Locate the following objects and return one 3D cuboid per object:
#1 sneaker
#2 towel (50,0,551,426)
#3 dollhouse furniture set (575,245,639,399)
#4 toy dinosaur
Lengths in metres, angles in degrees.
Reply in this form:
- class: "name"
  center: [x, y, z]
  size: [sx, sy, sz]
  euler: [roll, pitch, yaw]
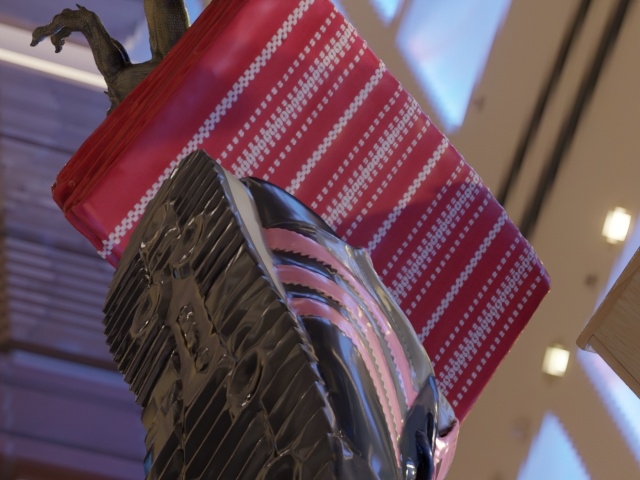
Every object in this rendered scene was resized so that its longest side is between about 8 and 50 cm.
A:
- class: "sneaker"
  center: [0.007, 0.075, 0.696]
  size: [0.112, 0.131, 0.319]
  euler: [-53, -155, 20]
- class: "towel"
  center: [0.000, 0.000, 1.050]
  size: [0.031, 0.275, 0.199]
  euler: [0, -133, 54]
- class: "dollhouse furniture set"
  center: [0.356, 0.082, 1.198]
  size: [0.303, 0.356, 0.174]
  euler: [-59, -137, 19]
- class: "toy dinosaur"
  center: [-0.098, -0.095, 1.145]
  size: [0.118, 0.268, 0.064]
  euler: [16, -130, 38]
